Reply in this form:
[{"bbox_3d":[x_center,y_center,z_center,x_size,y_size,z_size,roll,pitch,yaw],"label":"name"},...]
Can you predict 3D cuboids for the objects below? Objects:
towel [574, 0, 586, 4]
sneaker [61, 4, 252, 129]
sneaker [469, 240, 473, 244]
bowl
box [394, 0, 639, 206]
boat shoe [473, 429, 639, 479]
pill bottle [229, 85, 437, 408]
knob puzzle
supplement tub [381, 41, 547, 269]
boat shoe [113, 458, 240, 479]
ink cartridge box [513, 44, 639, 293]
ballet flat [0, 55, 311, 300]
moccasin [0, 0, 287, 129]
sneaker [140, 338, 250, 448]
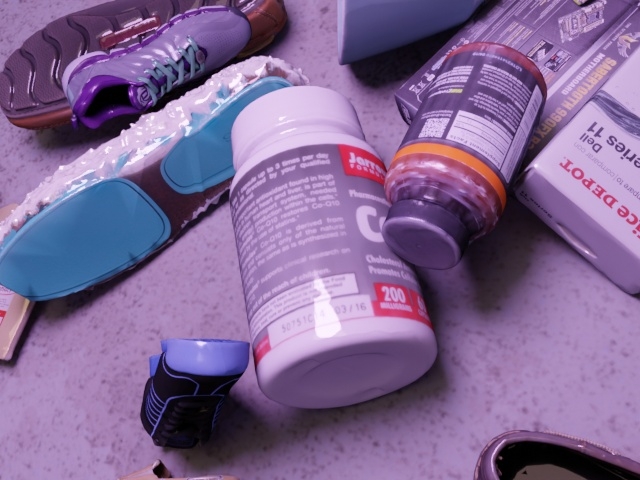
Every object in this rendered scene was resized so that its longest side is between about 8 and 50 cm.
[{"bbox_3d":[0.267,-0.282,0.797,0.060,0.009,0.083,-36,57,-1],"label":"towel"},{"bbox_3d":[-0.173,-0.182,0.851,0.224,0.083,0.098,-23,45,0],"label":"sneaker"},{"bbox_3d":[0.103,-0.022,0.776,0.069,0.038,0.098,-31,57,3],"label":"sneaker"},{"bbox_3d":[0.100,-0.345,0.819,0.163,0.311,0.311,1,63,1],"label":"bowl"},{"bbox_3d":[0.221,-0.172,0.796,0.231,0.056,0.183,-45,58,-5],"label":"box"},{"bbox_3d":[0.260,0.239,0.522,0.355,0.130,0.132,19,72,29],"label":"boat shoe"},{"bbox_3d":[0.000,0.000,0.733,0.161,0.161,0.283,-19,59,12],"label":"pill bottle"},{"bbox_3d":[-0.407,0.046,0.950,0.213,0.030,0.213,-10,61,18],"label":"knob puzzle"},{"bbox_3d":[0.121,-0.072,0.670,0.106,0.106,0.198,14,60,27],"label":"supplement tub"},{"bbox_3d":[-0.165,0.247,0.736,0.190,0.068,0.072,1,52,12],"label":"boat shoe"},{"bbox_3d":[0.296,-0.078,0.671,0.153,0.087,0.208,42,85,8],"label":"ink cartridge box"},{"bbox_3d":[-0.192,-0.078,0.884,0.409,0.147,0.147,-32,57,-2],"label":"ballet flat"},{"bbox_3d":[-0.225,-0.236,0.972,0.380,0.147,0.139,-27,72,2],"label":"moccasin"},{"bbox_3d":[-0.115,0.141,0.692,0.081,0.232,0.090,5,74,-17],"label":"sneaker"}]
